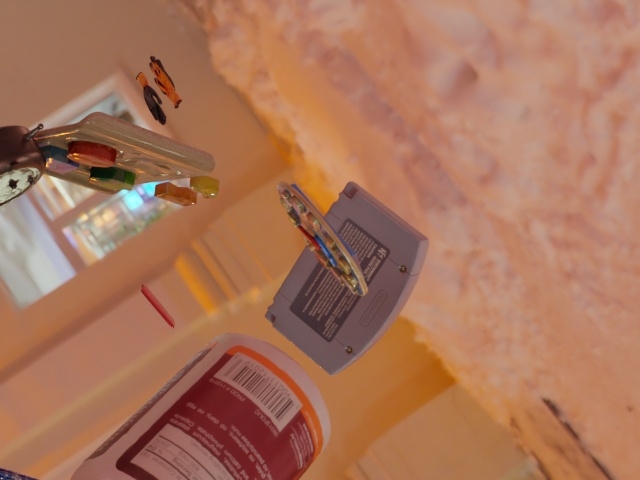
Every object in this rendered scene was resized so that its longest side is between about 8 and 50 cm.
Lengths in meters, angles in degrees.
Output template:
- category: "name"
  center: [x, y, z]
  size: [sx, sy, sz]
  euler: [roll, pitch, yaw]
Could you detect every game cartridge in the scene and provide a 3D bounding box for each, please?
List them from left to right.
- category: "game cartridge"
  center: [0.050, 0.074, 1.830]
  size: [0.198, 0.297, 0.062]
  euler: [38, -160, 14]

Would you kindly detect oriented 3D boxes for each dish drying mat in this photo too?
- category: "dish drying mat"
  center: [-0.267, 0.108, 1.758]
  size: [0.083, 0.008, 0.032]
  euler: [54, -174, -18]

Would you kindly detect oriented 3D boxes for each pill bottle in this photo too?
- category: "pill bottle"
  center: [-0.179, 0.318, 1.380]
  size: [0.224, 0.392, 0.224]
  euler: [24, 136, 25]

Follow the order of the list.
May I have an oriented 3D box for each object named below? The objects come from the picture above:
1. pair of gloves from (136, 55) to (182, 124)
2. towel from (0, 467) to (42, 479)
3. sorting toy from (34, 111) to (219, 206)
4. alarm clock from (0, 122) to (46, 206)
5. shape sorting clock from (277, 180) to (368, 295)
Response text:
- category: "pair of gloves"
  center: [-0.206, -0.189, 1.353]
  size: [0.074, 0.010, 0.083]
  euler: [61, 148, 5]
- category: "towel"
  center: [-0.463, 0.424, 1.792]
  size: [0.336, 0.040, 0.243]
  euler: [25, 162, -25]
- category: "sorting toy"
  center: [-0.257, -0.094, 1.470]
  size: [0.229, 0.041, 0.307]
  euler: [-9, 160, 43]
- category: "alarm clock"
  center: [-0.414, -0.076, 1.340]
  size: [0.064, 0.129, 0.192]
  euler: [60, 143, 7]
- category: "shape sorting clock"
  center: [0.000, 0.000, 1.562]
  size: [0.206, 0.040, 0.206]
  euler: [50, 175, 6]
